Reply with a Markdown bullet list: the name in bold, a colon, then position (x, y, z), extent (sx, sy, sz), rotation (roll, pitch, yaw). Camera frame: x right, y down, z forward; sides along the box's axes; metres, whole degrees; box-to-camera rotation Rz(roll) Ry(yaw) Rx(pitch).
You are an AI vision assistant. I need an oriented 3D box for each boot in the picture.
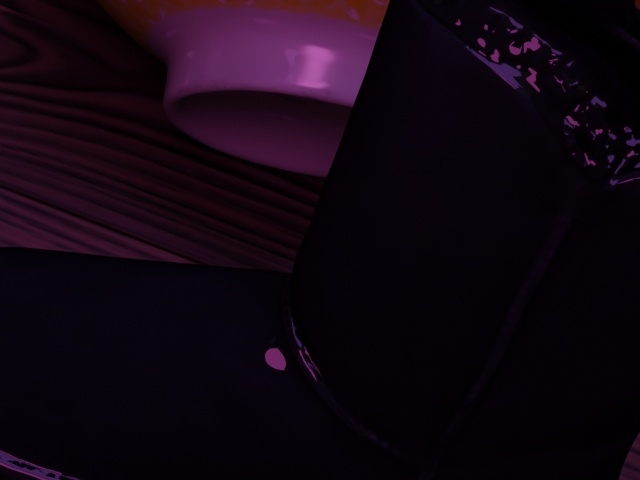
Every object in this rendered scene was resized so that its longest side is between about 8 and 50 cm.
- **boot**: position (0.000, 0.000, 0.520), extent (0.246, 0.207, 0.094), rotation (20, 34, -1)

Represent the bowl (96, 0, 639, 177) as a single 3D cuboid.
- **bowl**: position (0.009, -0.113, 0.699), extent (0.289, 0.289, 0.156), rotation (13, 78, -12)
